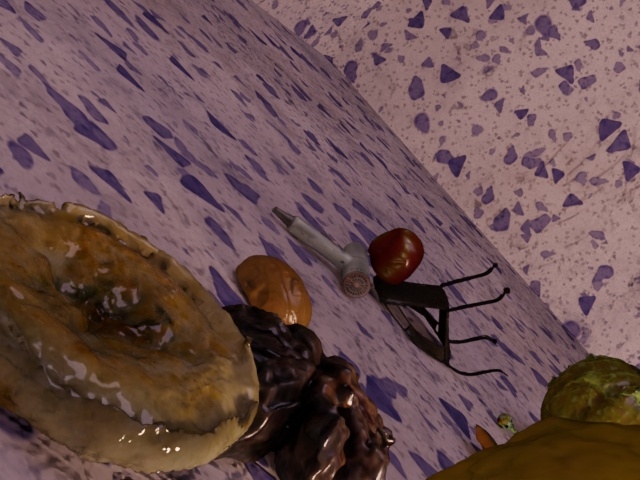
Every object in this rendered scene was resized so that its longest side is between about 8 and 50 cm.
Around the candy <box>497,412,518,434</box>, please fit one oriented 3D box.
[{"bbox_3d":[0.297,0.294,1.691,0.083,0.025,0.023,50,53,-17],"label":"candy"}]

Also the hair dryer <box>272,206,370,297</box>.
[{"bbox_3d":[-0.001,-0.003,1.620,0.183,0.044,0.155,41,11,-9],"label":"hair dryer"}]

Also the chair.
[{"bbox_3d":[0.185,0.118,1.738,0.213,0.149,0.174,2,21,-1],"label":"chair"}]

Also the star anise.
[{"bbox_3d":[-0.014,0.140,0.959,0.223,0.109,0.236,35,17,-48],"label":"star anise"}]

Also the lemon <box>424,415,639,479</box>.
[{"bbox_3d":[0.136,0.262,0.473,0.387,0.350,0.350,42,9,30],"label":"lemon"}]

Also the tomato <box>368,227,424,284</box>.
[{"bbox_3d":[0.113,0.020,1.684,0.075,0.087,0.087,43,12,-13],"label":"tomato"}]

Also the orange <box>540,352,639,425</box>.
[{"bbox_3d":[0.457,0.309,1.707,0.300,0.223,0.301,35,9,-22],"label":"orange"}]

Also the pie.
[{"bbox_3d":[-0.158,0.055,0.795,0.274,0.055,0.274,32,20,-13],"label":"pie"}]

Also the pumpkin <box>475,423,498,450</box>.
[{"bbox_3d":[0.231,0.291,1.452,0.101,0.035,0.073,49,1,32],"label":"pumpkin"}]

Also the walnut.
[{"bbox_3d":[-0.044,0.055,1.250,0.091,0.052,0.121,34,18,-53],"label":"walnut"}]
